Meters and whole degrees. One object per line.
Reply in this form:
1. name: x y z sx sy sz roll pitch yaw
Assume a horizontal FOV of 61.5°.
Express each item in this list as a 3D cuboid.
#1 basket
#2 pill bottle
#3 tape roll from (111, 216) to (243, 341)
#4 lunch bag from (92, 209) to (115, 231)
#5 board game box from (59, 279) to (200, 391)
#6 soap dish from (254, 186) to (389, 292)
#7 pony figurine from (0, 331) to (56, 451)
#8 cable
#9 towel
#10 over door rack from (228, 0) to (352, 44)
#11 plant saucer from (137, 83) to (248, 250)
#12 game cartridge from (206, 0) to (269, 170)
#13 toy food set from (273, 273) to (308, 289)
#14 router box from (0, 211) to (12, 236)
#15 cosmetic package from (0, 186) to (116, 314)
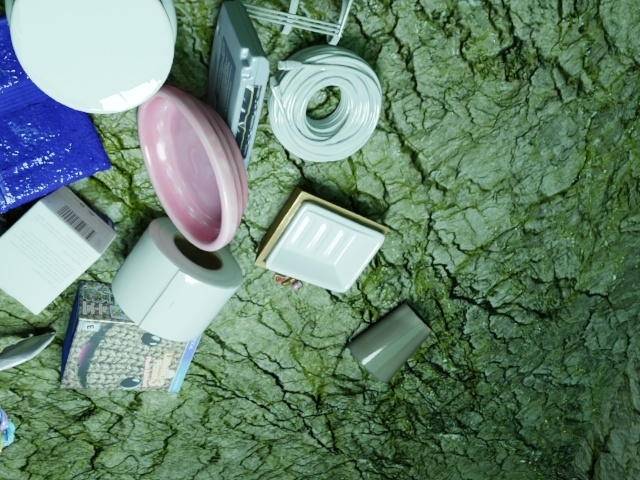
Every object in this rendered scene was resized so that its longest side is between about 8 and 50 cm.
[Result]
1. basket: 0.231 0.315 1.709 0.227 0.154 0.204 -45 127 7
2. pill bottle: -0.338 -0.351 0.808 0.224 0.392 0.224 -11 128 -15
3. tape roll: -0.324 0.086 1.234 0.246 0.246 0.169 28 109 -36
4. lunch bag: -0.508 -0.010 1.198 0.098 0.067 0.065 -40 129 8
5. board game box: -0.475 0.248 1.353 0.291 0.141 0.232 10 120 -29
6. soap dish: 0.000 0.000 1.393 0.291 0.118 0.229 20 114 -34
7. pony figurine: -0.786 0.286 1.156 0.303 0.351 0.363 -38 111 1
8. cable: 0.008 -0.300 1.197 0.257 0.089 0.257 -14 129 -15
9. towel: -0.535 -0.223 0.942 0.228 0.076 0.308 -30 116 -23
10. over door rack: -0.023 -0.532 0.981 0.240 0.108 0.324 2 144 -24
11. plant saucer: -0.247 -0.144 1.064 0.084 0.332 0.332 -28 134 -32
12. game cartridge: -0.169 -0.287 1.036 0.060 0.196 0.294 -10 148 -26
13. toy food set: -0.078 0.106 1.501 0.122 0.019 0.078 8 120 -28
14. router box: -0.700 -0.008 1.135 0.092 0.038 0.122 -8 127 -18
15. cosmetic package: -0.541 0.015 1.077 0.184 0.151 0.151 -40 108 5
